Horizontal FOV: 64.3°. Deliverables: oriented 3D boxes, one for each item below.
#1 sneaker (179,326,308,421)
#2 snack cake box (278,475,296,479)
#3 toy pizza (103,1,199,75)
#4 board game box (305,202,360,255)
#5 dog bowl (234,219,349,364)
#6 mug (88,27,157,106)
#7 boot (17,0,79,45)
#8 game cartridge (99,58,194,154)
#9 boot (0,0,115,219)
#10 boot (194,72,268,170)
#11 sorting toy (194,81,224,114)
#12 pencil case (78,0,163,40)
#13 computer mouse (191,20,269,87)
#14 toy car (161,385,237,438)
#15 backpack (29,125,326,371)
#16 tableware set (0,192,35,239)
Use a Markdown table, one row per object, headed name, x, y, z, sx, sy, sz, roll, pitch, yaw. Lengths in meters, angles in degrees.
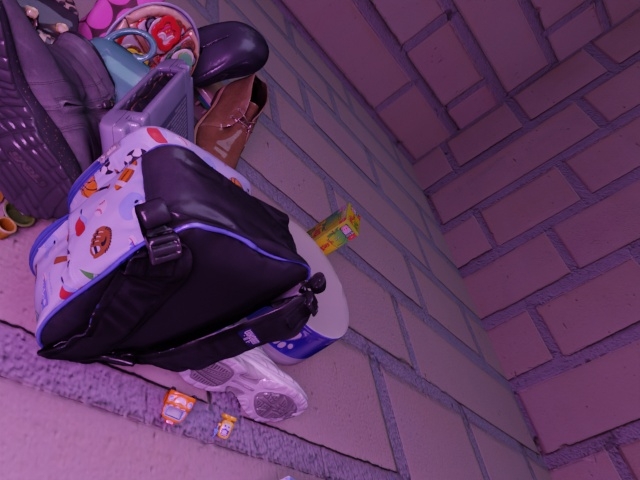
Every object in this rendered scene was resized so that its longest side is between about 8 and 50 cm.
| name | x | y | z | sx | sy | sz | roll | pitch | yaw |
| --- | --- | --- | --- | --- | --- | --- | --- | --- | --- |
| sneaker | -0.101 | 0.181 | 0.751 | 0.232 | 0.090 | 0.115 | 44 | 21 | -31 |
| snack cake box | -0.024 | 0.428 | 0.559 | 0.152 | 0.089 | 0.264 | 44 | 25 | -27 |
| toy pizza | -0.292 | -0.314 | 0.891 | 0.032 | 0.201 | 0.201 | 43 | 16 | 21 |
| board game box | 0.000 | 0.000 | 1.093 | 0.043 | 0.181 | 0.092 | 49 | 22 | -18 |
| dog bowl | -0.064 | 0.086 | 0.939 | 0.265 | 0.104 | 0.265 | 45 | 24 | -26 |
| mug | -0.333 | -0.255 | 0.783 | 0.097 | 0.129 | 0.158 | 35 | 68 | -26 |
| boot | -0.450 | -0.291 | 0.615 | 0.284 | 0.138 | 0.378 | 29 | 29 | -50 |
| game cartridge | -0.248 | -0.134 | 0.764 | 0.062 | 0.198 | 0.297 | 10 | 34 | -5 |
| boot | -0.340 | -0.213 | 0.593 | 0.223 | 0.118 | 0.339 | -86 | 172 | -54 |
| boot | -0.187 | -0.244 | 1.077 | 0.112 | 0.115 | 0.306 | 39 | 45 | -37 |
| sorting toy | -0.268 | -0.350 | 1.197 | 0.275 | 0.046 | 0.132 | 52 | 21 | -19 |
| pencil case | -0.344 | -0.391 | 0.872 | 0.095 | 0.209 | 0.098 | 47 | 15 | -21 |
| computer mouse | -0.227 | -0.387 | 1.068 | 0.189 | 0.272 | 0.072 | 57 | -20 | 10 |
| toy car | -0.148 | 0.223 | 0.634 | 0.122 | 0.060 | 0.041 | 37 | 60 | -27 |
| backpack | -0.179 | 0.026 | 0.564 | 0.276 | 0.263 | 0.213 | 34 | 24 | -53 |
| tableware set | -0.391 | -0.060 | 0.552 | 0.154 | 0.024 | 0.104 | 48 | 22 | -19 |
